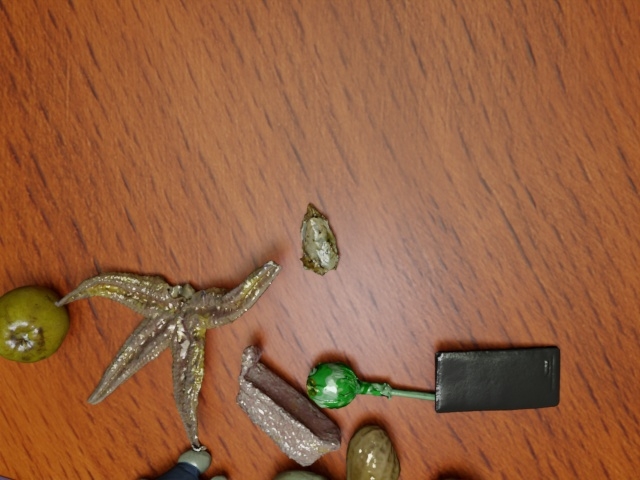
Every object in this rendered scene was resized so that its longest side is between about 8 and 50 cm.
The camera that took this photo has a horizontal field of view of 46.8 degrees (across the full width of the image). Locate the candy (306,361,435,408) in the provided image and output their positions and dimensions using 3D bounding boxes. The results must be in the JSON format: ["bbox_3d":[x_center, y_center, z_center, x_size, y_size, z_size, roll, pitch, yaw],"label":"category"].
[{"bbox_3d":[0.133,0.291,1.425,0.323,0.097,0.097,7,97,-4],"label":"candy"}]

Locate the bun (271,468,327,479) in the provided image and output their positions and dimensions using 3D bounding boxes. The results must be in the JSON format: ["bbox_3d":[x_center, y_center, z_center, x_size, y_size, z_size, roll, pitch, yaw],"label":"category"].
[{"bbox_3d":[-0.015,0.523,1.418,0.195,0.118,0.196,16,120,31],"label":"bun"}]

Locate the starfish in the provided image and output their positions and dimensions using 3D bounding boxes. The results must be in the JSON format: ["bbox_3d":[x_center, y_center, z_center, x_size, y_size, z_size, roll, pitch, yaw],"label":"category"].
[{"bbox_3d":[-0.296,0.179,1.406,0.397,0.132,0.384,14,93,8],"label":"starfish"}]

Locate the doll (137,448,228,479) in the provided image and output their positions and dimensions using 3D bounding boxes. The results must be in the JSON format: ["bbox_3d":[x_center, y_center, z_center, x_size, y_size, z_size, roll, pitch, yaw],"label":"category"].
[{"bbox_3d":[-0.258,0.570,1.456,0.228,0.154,0.259,-30,100,4],"label":"doll"}]

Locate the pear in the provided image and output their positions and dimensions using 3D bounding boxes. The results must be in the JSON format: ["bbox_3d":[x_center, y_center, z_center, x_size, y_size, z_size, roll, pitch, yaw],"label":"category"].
[{"bbox_3d":[-0.559,0.161,1.419,0.148,0.162,0.149,-1,103,-5],"label":"pear"}]

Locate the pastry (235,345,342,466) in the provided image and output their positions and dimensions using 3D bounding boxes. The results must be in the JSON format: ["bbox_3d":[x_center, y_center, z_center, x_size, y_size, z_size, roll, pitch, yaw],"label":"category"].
[{"bbox_3d":[-0.078,0.323,1.417,0.112,0.103,0.265,-41,90,19],"label":"pastry"}]

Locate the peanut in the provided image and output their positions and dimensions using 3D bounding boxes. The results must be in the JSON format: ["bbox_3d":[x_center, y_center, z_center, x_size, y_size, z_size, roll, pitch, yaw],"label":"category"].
[{"bbox_3d":[0.101,0.465,1.429,0.108,0.095,0.226,0,99,-12],"label":"peanut"}]

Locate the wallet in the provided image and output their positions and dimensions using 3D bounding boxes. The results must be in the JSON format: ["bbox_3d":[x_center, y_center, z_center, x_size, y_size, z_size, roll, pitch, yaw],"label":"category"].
[{"bbox_3d":[0.337,0.266,1.404,0.244,0.025,0.124,-2,100,-6],"label":"wallet"}]

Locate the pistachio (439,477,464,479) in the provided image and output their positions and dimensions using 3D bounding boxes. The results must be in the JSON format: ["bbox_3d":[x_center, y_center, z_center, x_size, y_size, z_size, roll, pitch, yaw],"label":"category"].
[{"bbox_3d":[0.246,0.550,1.411,0.129,0.131,0.206,23,102,10],"label":"pistachio"}]

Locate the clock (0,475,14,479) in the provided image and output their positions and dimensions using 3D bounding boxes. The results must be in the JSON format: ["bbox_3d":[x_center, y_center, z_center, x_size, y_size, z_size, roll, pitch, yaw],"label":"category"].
[{"bbox_3d":[-0.666,0.524,1.491,0.152,0.110,0.050,16,99,3],"label":"clock"}]

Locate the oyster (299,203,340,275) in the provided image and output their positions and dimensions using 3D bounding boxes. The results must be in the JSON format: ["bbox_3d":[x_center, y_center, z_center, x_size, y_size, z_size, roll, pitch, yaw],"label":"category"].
[{"bbox_3d":[0.000,0.000,1.417,0.086,0.029,0.132,10,94,-3],"label":"oyster"}]
